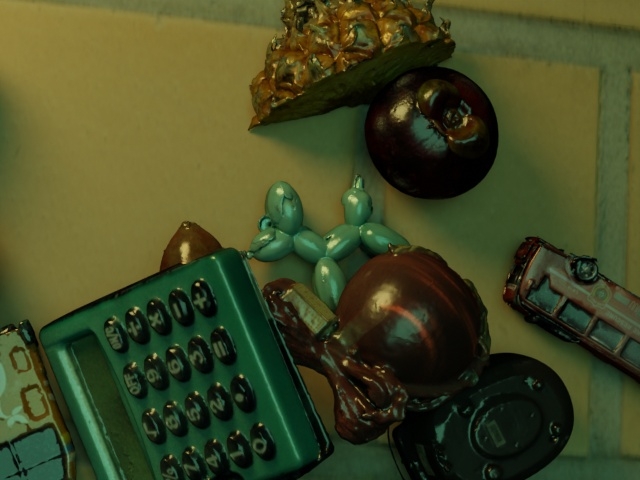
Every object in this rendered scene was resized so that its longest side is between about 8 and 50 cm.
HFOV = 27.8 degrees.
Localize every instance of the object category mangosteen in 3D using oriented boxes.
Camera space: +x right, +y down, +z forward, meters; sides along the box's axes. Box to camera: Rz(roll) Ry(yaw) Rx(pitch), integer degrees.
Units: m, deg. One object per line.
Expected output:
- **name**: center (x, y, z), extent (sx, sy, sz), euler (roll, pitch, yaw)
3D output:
- **mangosteen**: center (0.125, -0.116, 1.393), extent (0.152, 0.152, 0.153), euler (1, 82, -9)

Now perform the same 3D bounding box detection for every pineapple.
- **pineapple**: center (0.025, -0.238, 1.408), extent (0.249, 0.140, 0.164), euler (-13, 83, -7)

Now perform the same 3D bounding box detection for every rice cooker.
- **rice cooker**: center (0.173, 0.199, 1.374), extent (0.203, 0.118, 0.142), euler (-27, 92, -15)

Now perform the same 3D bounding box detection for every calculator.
- **calculator**: center (-0.143, 0.158, 1.284), extent (0.274, 0.058, 0.248), euler (-23, 90, 30)

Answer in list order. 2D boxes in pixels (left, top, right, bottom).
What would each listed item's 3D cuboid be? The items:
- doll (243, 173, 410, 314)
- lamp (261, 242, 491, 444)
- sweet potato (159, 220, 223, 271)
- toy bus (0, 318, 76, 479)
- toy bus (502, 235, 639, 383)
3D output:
- **doll**: center (0.000, 0.000, 1.406), extent (0.159, 0.059, 0.159), euler (-33, 90, -10)
- **lamp**: center (0.066, 0.082, 1.308), extent (0.215, 0.151, 0.223), euler (41, 38, 15)
- **sweet potato**: center (-0.086, 0.165, 1.349), extent (0.109, 0.109, 0.385), euler (-18, 93, -11)
- **toy bus**: center (-0.408, 0.212, 1.262), extent (0.323, 0.162, 0.194), euler (-22, 89, -13)
- **toy bus**: center (0.315, 0.083, 1.439), extent (0.234, 0.073, 0.096), euler (30, 85, -4)
